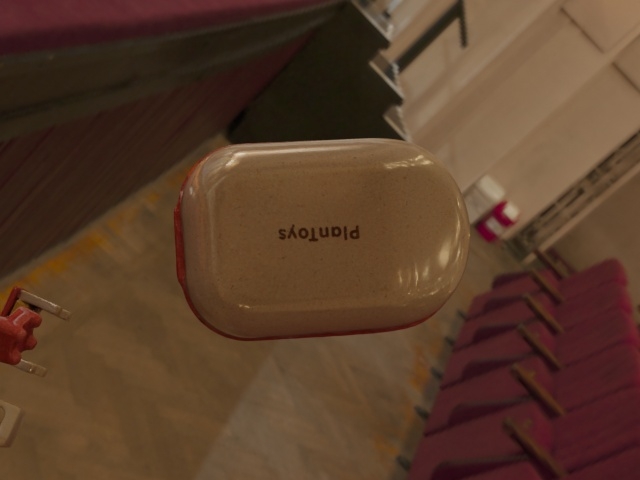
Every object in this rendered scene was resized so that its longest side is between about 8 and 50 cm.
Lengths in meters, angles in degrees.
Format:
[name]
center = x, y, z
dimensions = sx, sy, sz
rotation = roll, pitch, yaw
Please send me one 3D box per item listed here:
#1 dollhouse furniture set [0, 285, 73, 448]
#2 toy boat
[dollhouse furniture set]
center = -0.482, 0.221, 1.214
dimensions = 0.152, 0.374, 0.201
rotation = 21, -12, 4
[toy boat]
center = 0.000, 0.000, 0.769
dimensions = 0.151, 0.231, 0.151
rotation = 161, -74, -82
